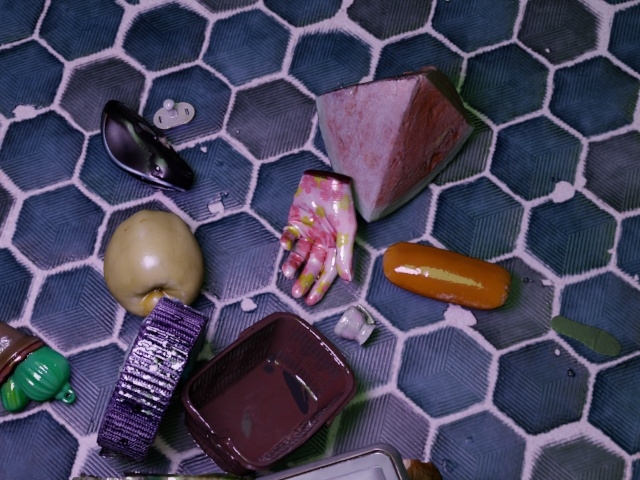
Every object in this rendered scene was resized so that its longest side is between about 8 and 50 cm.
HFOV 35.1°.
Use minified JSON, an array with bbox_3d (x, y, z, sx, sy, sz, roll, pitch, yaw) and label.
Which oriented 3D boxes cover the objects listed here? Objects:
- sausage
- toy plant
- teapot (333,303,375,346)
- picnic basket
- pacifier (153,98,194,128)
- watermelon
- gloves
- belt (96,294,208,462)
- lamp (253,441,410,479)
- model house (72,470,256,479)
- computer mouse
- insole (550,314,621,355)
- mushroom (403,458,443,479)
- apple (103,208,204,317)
[{"bbox_3d":[0.228,0.066,1.855,0.238,0.098,0.098,15,75,5],"label":"sausage"},{"bbox_3d":[-0.538,0.241,1.838,0.200,0.105,0.143,43,88,2],"label":"toy plant"},{"bbox_3d":[0.068,0.154,1.857,0.064,0.064,0.083,34,46,5],"label":"teapot"},{"bbox_3d":[-0.095,0.277,1.741,0.222,0.129,0.297,43,50,13],"label":"picnic basket"},{"bbox_3d":[-0.293,-0.258,1.994,0.083,0.064,0.068,-16,55,-2],"label":"pacifier"},{"bbox_3d":[0.159,-0.188,1.866,0.283,0.292,0.250,-20,103,-4],"label":"watermelon"},{"bbox_3d":[0.000,-0.003,1.879,0.145,0.126,0.241,9,102,1],"label":"gloves"},{"bbox_3d":[-0.285,0.232,1.710,0.122,0.325,0.260,23,50,-3],"label":"belt"},{"bbox_3d":[0.039,0.467,1.555,0.266,0.047,0.269,-21,91,21],"label":"lamp"},{"bbox_3d":[-0.253,0.517,1.656,0.321,0.261,0.266,-1,75,10],"label":"model house"},{"bbox_3d":[-0.344,-0.167,1.933,0.096,0.137,0.233,-47,68,13],"label":"computer mouse"},{"bbox_3d":[0.486,0.174,1.853,0.135,0.002,0.045,22,74,9],"label":"insole"},{"bbox_3d":[0.054,0.442,1.679,0.301,0.208,0.233,20,91,4],"label":"mushroom"},{"bbox_3d":[-0.302,0.042,1.844,0.200,0.200,0.200,-1,73,3],"label":"apple"}]
